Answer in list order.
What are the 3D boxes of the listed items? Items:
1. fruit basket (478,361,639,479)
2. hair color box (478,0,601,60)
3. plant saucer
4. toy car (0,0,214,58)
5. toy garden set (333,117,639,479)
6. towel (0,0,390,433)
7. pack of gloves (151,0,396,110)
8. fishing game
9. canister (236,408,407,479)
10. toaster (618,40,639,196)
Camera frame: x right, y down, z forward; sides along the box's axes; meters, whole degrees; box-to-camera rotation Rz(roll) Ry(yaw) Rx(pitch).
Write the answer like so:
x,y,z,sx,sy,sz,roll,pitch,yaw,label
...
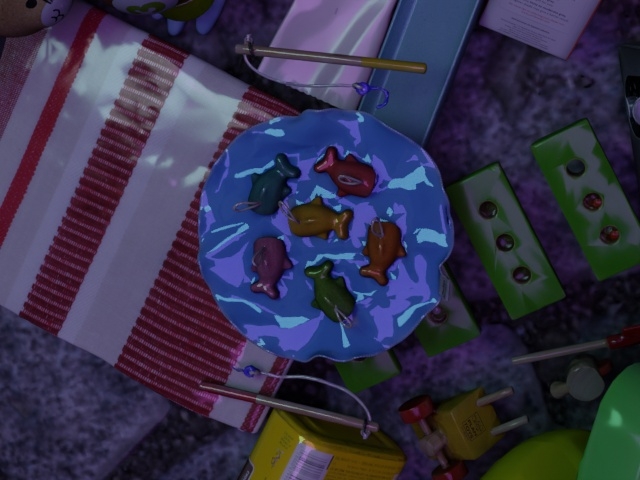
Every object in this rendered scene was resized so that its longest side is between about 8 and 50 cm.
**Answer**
x,y,z,sx,sy,sz,roll,pitch,yaw,label
0.228,0.192,0.799,0.392,0.392,0.283,12,101,3,fruit basket
0.165,-0.195,0.806,0.072,0.043,0.141,23,142,0,hair color box
0.070,-0.122,0.864,0.067,0.018,0.192,31,106,36,plant saucer
-0.182,-0.171,0.790,0.188,0.155,0.149,-45,79,-2,toy car
0.129,0.053,0.881,0.244,0.049,0.204,-26,96,17,toy garden set
-0.142,-0.030,0.886,0.329,0.037,0.237,28,102,7,towel
-0.022,-0.233,0.855,0.195,0.046,0.232,22,101,0,pack of gloves
0.000,0.000,0.824,0.189,0.041,0.264,13,99,12,fishing game
-0.020,0.216,0.902,0.126,0.073,0.170,20,101,-41,canister
0.309,-0.067,0.824,0.185,0.110,0.168,-9,100,6,toaster
